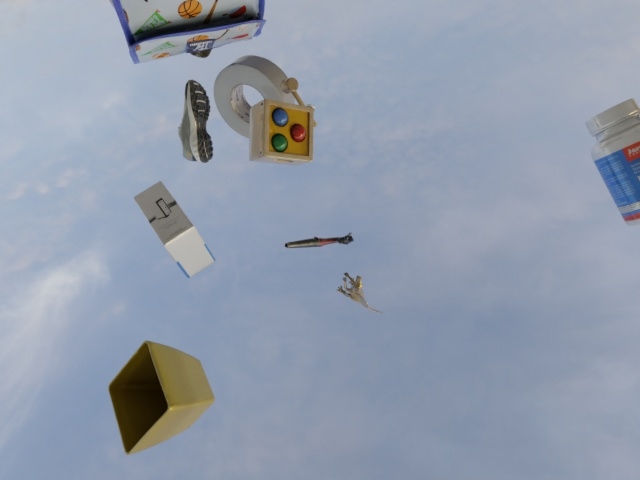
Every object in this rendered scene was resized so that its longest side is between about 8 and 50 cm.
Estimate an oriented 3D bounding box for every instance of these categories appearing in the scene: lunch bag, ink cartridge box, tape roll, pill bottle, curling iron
[{"bbox_3d":[-0.293,-0.555,1.028,0.328,0.385,0.239,-18,-110,-14],"label":"lunch bag"},{"bbox_3d":[-0.362,-0.029,1.195,0.086,0.148,0.203,-35,-126,-13],"label":"ink cartridge box"},{"bbox_3d":[-0.181,-0.389,1.325,0.219,0.219,0.072,13,-135,18],"label":"tape roll"},{"bbox_3d":[0.597,-0.149,0.914,0.124,0.124,0.221,-25,-95,-5],"label":"pill bottle"},{"bbox_3d":[0.000,0.000,1.532,0.274,0.068,0.035,-4,-104,-38],"label":"curling iron"}]

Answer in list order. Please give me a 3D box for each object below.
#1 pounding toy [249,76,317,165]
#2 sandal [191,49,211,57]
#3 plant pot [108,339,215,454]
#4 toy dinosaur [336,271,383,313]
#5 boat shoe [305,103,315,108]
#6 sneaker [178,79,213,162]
[{"bbox_3d":[-0.064,-0.285,1.125,0.181,0.094,0.206,1,-90,-32],"label":"pounding toy"},{"bbox_3d":[-0.318,-0.574,1.364,0.180,0.072,0.049,-9,-107,52],"label":"sandal"},{"bbox_3d":[-0.421,0.422,1.319,0.212,0.187,0.212,-48,-125,19],"label":"plant pot"},{"bbox_3d":[0.089,0.133,1.163,0.053,0.183,0.092,-42,-127,-8],"label":"toy dinosaur"},{"bbox_3d":[-0.051,-0.478,1.792,0.046,0.125,0.038,19,-89,-21],"label":"boat shoe"},{"bbox_3d":[-0.431,-0.396,1.606,0.108,0.100,0.271,5,-79,24],"label":"sneaker"}]
